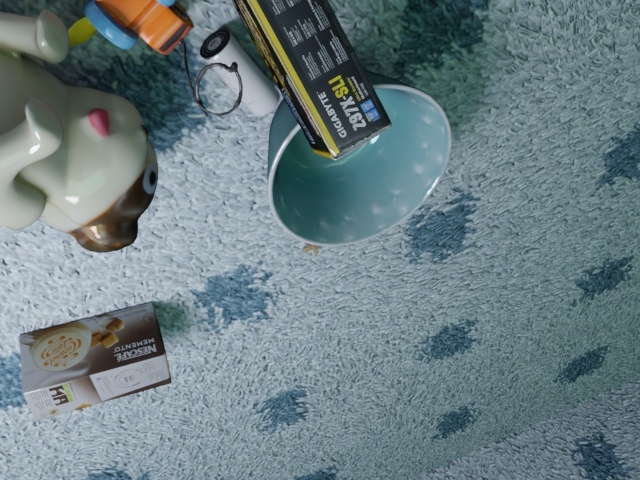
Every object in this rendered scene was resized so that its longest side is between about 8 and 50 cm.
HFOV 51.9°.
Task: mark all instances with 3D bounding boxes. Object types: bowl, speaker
[{"bbox_3d":[0.039,-0.156,1.075,0.312,0.163,0.311,-15,136,-15],"label":"bowl"},{"bbox_3d":[-0.118,-0.246,0.982,0.055,0.055,0.136,-36,138,9],"label":"speaker"}]

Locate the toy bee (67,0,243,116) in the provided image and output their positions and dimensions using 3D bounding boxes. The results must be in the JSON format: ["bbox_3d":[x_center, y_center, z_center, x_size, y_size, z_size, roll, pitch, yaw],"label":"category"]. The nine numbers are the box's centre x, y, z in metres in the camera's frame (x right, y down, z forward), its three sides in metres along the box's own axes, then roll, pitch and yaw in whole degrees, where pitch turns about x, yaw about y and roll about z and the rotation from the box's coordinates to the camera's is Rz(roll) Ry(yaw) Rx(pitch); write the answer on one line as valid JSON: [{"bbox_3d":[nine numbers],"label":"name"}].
[{"bbox_3d":[-0.232,-0.290,0.830,0.195,0.162,0.298,-22,114,5],"label":"toy bee"}]

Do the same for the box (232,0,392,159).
[{"bbox_3d":[-0.043,-0.254,0.762,0.079,0.257,0.322,-29,101,2],"label":"box"}]

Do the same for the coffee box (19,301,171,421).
[{"bbox_3d":[-0.416,0.222,1.225,0.247,0.141,0.098,-13,136,-16],"label":"coffee box"}]

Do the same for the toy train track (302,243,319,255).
[{"bbox_3d":[0.000,0.000,1.323,0.083,0.014,0.048,-27,132,-10],"label":"toy train track"}]

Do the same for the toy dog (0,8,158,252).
[{"bbox_3d":[-0.404,-0.099,0.815,0.408,0.284,0.395,4,143,-31],"label":"toy dog"}]
